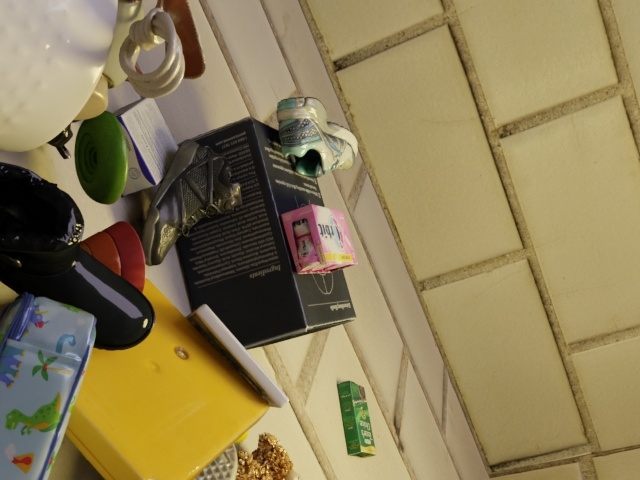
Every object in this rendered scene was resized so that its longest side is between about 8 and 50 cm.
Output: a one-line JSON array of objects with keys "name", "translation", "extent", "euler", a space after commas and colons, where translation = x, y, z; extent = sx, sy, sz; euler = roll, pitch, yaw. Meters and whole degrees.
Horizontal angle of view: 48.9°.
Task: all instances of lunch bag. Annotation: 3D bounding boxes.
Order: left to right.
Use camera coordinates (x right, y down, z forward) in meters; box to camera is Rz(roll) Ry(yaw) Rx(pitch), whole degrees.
[{"name": "lunch bag", "translation": [-0.298, 0.163, 0.684], "extent": [0.090, 0.176, 0.219], "euler": [22, 77, -21]}]

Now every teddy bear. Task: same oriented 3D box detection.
[{"name": "teddy bear", "translation": [-0.110, 0.448, 1.134], "extent": [0.338, 0.113, 0.245], "euler": [14, 62, -69]}]

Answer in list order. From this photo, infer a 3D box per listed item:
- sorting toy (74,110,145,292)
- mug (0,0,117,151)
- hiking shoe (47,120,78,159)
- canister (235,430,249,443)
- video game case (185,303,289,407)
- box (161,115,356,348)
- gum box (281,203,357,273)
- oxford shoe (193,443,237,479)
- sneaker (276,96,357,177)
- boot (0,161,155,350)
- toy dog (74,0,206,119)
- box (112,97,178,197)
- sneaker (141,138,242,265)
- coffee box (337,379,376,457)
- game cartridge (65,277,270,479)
[{"name": "sorting toy", "translation": [-0.329, -0.083, 0.917], "extent": [0.126, 0.127, 0.365], "euler": [-7, 85, -40]}, {"name": "mug", "translation": [-0.420, -0.205, 0.660], "extent": [0.328, 0.276, 0.374], "euler": [12, 91, -57]}, {"name": "hiking shoe", "translation": [-0.385, -0.231, 1.037], "extent": [0.114, 0.086, 0.227], "euler": [58, 32, -53]}, {"name": "canister", "translation": [-0.186, 0.270, 1.138], "extent": [0.170, 0.073, 0.126], "euler": [36, 39, -63]}, {"name": "video game case", "translation": [-0.139, 0.184, 1.098], "extent": [0.190, 0.022, 0.173], "euler": [50, -22, -3]}, {"name": "box", "translation": [-0.115, 0.002, 1.373], "extent": [0.293, 0.212, 0.395], "euler": [10, 63, -70]}, {"name": "gum box", "translation": [0.000, 0.000, 1.269], "extent": [0.188, 0.062, 0.107], "euler": [6, 67, -70]}, {"name": "oxford shoe", "translation": [-0.218, 0.398, 0.838], "extent": [0.169, 0.130, 0.449], "euler": [27, 26, 1]}, {"name": "sneaker", "translation": [-0.012, -0.174, 1.383], "extent": [0.283, 0.110, 0.122], "euler": [27, 64, -62]}, {"name": "boot", "translation": [-0.280, 0.028, 0.769], "extent": [0.246, 0.207, 0.094], "euler": [35, 64, -10]}, {"name": "toy dog", "translation": [-0.207, -0.251, 0.829], "extent": [0.161, 0.333, 0.220], "euler": [8, 87, -52]}, {"name": "box", "translation": [-0.308, -0.161, 1.187], "extent": [0.137, 0.072, 0.126], "euler": [-70, 139, -63]}, {"name": "sneaker", "translation": [-0.211, -0.051, 1.178], "extent": [0.087, 0.130, 0.227], "euler": [105, 7, -69]}, {"name": "coffee box", "translation": [0.095, 0.463, 1.819], "extent": [0.113, 0.040, 0.184], "euler": [41, 35, -57]}, {"name": "game cartridge", "translation": [-0.234, 0.182, 0.927], "extent": [0.285, 0.053, 0.323], "euler": [44, 17, 10]}]
